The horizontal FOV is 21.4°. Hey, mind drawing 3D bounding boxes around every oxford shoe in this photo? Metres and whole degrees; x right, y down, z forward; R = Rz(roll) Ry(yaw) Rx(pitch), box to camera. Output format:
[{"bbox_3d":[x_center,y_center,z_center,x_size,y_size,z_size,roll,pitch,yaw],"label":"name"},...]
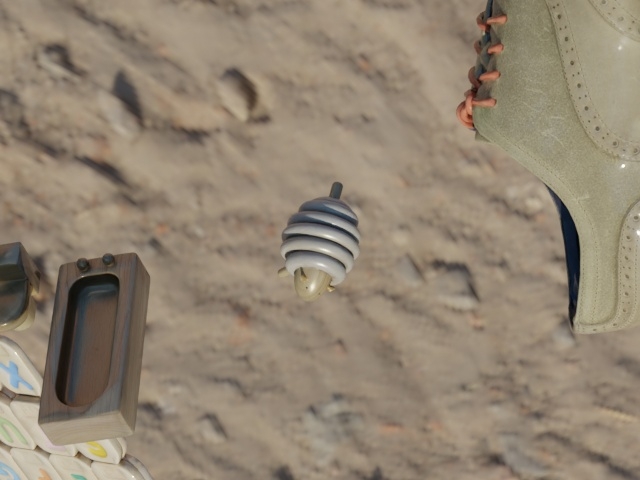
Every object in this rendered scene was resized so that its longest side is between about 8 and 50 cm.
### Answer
[{"bbox_3d":[0.125,-0.110,0.902,0.130,0.123,0.348,-23,96,6],"label":"oxford shoe"}]

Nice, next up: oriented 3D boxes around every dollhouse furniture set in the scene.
[{"bbox_3d":[-0.193,0.051,0.950,0.151,0.123,0.144,-9,51,13],"label":"dollhouse furniture set"}]

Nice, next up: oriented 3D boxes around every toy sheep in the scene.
[{"bbox_3d":[0.000,0.000,1.736,0.091,0.091,0.132,15,71,-14],"label":"toy sheep"}]

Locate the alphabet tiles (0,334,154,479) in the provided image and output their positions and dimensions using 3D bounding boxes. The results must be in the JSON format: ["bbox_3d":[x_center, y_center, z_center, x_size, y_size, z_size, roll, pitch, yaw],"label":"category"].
[{"bbox_3d":[-0.273,0.188,1.570,0.021,0.284,0.278,-53,129,-34],"label":"alphabet tiles"}]
